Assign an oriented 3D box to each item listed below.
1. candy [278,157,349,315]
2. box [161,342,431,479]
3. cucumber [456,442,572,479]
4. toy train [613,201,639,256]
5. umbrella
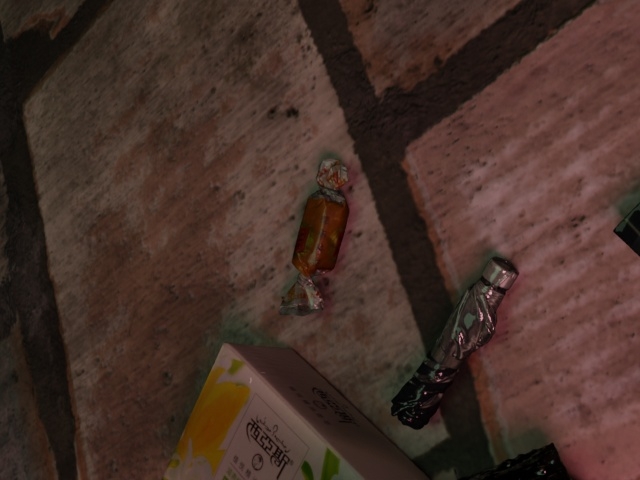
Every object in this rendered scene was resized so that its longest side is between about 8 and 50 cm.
[{"bbox_3d":[0.000,0.000,1.175,0.053,0.046,0.182,15,87,49],"label":"candy"},{"bbox_3d":[-0.035,0.254,1.113,0.260,0.111,0.194,38,109,45],"label":"box"},{"bbox_3d":[0.090,0.260,0.935,0.300,0.072,0.072,-25,62,12],"label":"cucumber"},{"bbox_3d":[0.326,-0.070,0.859,0.044,0.042,0.209,46,115,15],"label":"toy train"},{"bbox_3d":[0.132,0.102,1.023,0.050,0.046,0.188,39,108,23],"label":"umbrella"}]
